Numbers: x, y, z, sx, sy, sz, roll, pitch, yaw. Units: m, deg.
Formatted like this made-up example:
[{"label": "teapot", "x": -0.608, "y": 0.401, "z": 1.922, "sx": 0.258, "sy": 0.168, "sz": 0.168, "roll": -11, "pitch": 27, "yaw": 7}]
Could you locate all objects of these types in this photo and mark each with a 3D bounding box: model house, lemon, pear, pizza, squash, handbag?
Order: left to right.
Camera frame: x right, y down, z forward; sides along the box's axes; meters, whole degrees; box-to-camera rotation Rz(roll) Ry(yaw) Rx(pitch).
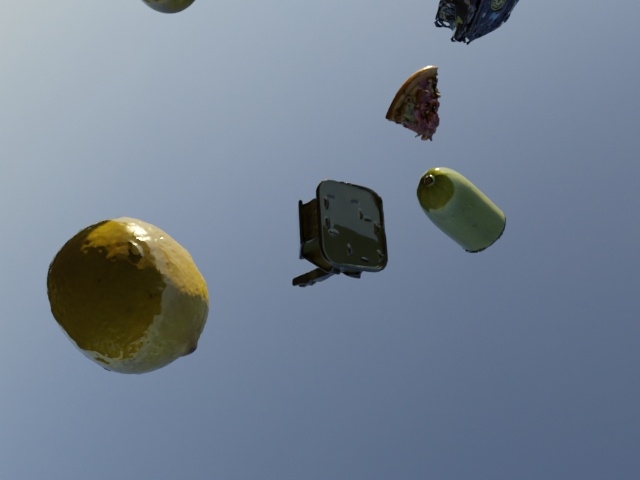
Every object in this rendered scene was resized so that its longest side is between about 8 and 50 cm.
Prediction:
[{"label": "lemon", "x": -0.328, "y": 0.097, "z": 1.393, "sx": 0.260, "sy": 0.284, "sz": 0.260, "roll": -49, "pitch": -173, "yaw": 9}, {"label": "pear", "x": -0.338, "y": -0.570, "z": 1.762, "sx": 0.162, "sy": 0.149, "sz": 0.148, "roll": 33, "pitch": -82, "yaw": 21}, {"label": "model house", "x": 0.000, "y": 0.000, "z": 2.007, "sx": 0.279, "sy": 0.205, "sz": 0.218, "roll": -25, "pitch": -119, "yaw": 48}, {"label": "pizza", "x": 0.264, "y": -0.334, "z": 2.059, "sx": 0.053, "sy": 0.193, "sz": 0.201, "roll": 20, "pitch": -110, "yaw": 44}, {"label": "squash", "x": 0.308, "y": -0.084, "z": 1.858, "sx": 0.133, "sy": 0.247, "sz": 0.132, "roll": -29, "pitch": -139, "yaw": 29}, {"label": "handbag", "x": 0.328, "y": -0.498, "z": 1.574, "sx": 0.113, "sy": 0.162, "sz": 0.260, "roll": 48, "pitch": -33, "yaw": 19}]
